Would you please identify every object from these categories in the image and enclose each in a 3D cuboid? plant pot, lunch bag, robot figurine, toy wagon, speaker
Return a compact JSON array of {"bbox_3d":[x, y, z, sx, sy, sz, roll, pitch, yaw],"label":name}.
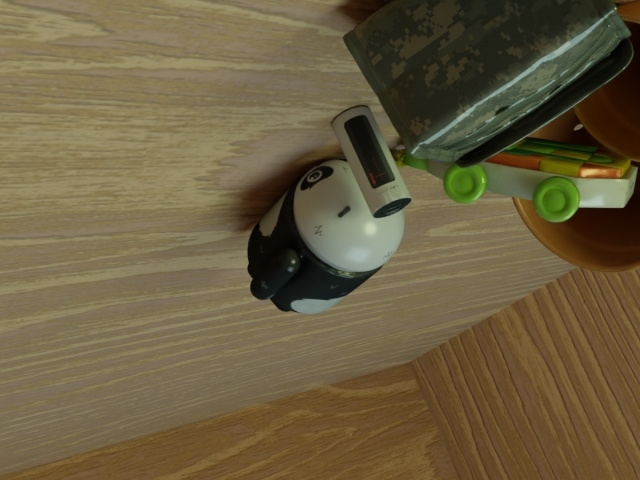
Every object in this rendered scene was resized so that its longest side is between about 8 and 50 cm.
[{"bbox_3d":[0.459,-0.235,1.209,0.188,0.205,0.205,-34,170,-26],"label":"plant pot"},{"bbox_3d":[0.469,-0.121,1.448,0.203,0.291,0.291,-32,172,-39],"label":"plant pot"},{"bbox_3d":[0.195,-0.198,0.977,0.235,0.169,0.287,-33,169,21],"label":"lunch bag"},{"bbox_3d":[0.000,-0.003,1.321,0.173,0.209,0.278,18,146,-22],"label":"robot figurine"},{"bbox_3d":[0.252,-0.102,1.275,0.344,0.068,0.267,13,-163,22],"label":"toy wagon"},{"bbox_3d":[0.064,-0.097,1.157,0.055,0.136,0.055,-21,164,-6],"label":"speaker"}]
